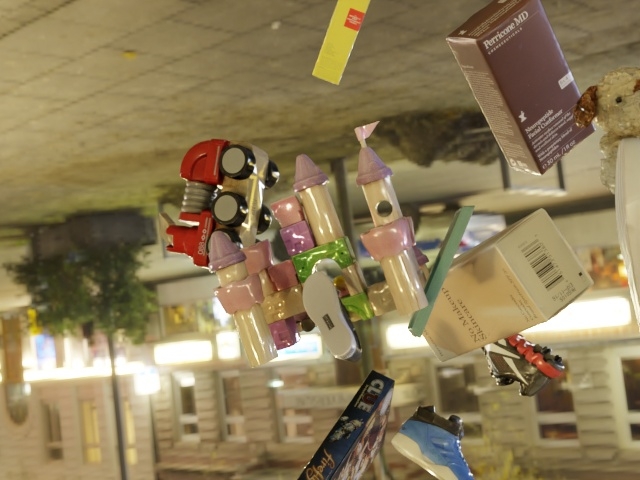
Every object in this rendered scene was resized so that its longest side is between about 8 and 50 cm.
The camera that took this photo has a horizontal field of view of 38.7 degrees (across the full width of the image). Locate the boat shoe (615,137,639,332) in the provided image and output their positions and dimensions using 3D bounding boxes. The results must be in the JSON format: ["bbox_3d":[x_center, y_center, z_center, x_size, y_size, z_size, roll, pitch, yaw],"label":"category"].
[{"bbox_3d":[0.514,0.003,1.356,0.119,0.335,0.121,-7,163,11],"label":"boat shoe"}]

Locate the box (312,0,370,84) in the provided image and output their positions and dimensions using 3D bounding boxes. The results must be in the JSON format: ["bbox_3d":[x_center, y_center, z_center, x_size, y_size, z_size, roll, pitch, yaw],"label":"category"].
[{"bbox_3d":[0.051,-0.417,1.710,0.058,0.232,0.087,21,-158,-5],"label":"box"}]

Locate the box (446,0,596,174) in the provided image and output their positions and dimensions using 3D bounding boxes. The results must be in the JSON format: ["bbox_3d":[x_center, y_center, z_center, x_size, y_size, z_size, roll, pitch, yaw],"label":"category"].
[{"bbox_3d":[0.472,-0.363,2.117,0.191,0.381,0.143,-39,-155,-11],"label":"box"}]

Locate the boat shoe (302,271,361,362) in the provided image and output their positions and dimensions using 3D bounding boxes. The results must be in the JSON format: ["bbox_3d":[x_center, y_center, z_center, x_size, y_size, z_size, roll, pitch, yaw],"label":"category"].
[{"bbox_3d":[0.016,0.104,1.215,0.049,0.142,0.040,-34,140,12],"label":"boat shoe"}]

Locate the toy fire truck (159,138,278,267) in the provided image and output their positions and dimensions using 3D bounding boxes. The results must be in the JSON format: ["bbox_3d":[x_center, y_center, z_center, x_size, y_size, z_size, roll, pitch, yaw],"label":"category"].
[{"bbox_3d":[-0.208,-0.061,1.586,0.246,0.217,0.158,7,176,24],"label":"toy fire truck"}]

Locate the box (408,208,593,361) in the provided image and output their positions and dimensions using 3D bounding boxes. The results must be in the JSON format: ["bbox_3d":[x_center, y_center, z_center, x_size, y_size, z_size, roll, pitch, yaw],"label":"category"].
[{"bbox_3d":[0.272,0.081,1.469,0.121,0.148,0.311,-32,175,-29],"label":"box"}]

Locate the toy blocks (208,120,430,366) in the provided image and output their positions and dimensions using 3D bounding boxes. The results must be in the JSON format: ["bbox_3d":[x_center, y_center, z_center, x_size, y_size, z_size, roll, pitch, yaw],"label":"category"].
[{"bbox_3d":[0.000,0.000,1.329,0.288,0.260,0.309,-21,179,12],"label":"toy blocks"}]

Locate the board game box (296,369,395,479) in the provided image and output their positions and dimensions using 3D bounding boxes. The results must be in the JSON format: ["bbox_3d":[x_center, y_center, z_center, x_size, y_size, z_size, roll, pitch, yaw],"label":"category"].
[{"bbox_3d":[0.031,0.330,1.341,0.042,0.165,0.243,23,-134,19],"label":"board game box"}]

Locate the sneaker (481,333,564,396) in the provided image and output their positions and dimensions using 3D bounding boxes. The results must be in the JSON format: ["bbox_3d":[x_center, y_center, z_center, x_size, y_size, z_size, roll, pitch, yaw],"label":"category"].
[{"bbox_3d":[0.407,0.248,2.047,0.276,0.135,0.097,40,-168,35],"label":"sneaker"}]

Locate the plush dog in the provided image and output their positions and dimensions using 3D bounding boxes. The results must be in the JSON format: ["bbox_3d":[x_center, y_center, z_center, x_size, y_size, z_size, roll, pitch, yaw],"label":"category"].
[{"bbox_3d":[0.602,-0.220,1.716,0.262,0.226,0.210,-23,-179,-1],"label":"plush dog"}]

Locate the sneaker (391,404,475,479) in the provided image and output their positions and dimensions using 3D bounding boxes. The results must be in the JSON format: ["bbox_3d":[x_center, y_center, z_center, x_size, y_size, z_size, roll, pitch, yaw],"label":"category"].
[{"bbox_3d":[0.178,0.278,1.198,0.152,0.085,0.058,34,163,19],"label":"sneaker"}]

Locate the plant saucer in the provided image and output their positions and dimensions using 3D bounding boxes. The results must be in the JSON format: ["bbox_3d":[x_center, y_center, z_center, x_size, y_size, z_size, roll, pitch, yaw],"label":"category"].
[{"bbox_3d":[0.162,0.041,1.237,0.018,0.192,0.067,24,175,0],"label":"plant saucer"}]
